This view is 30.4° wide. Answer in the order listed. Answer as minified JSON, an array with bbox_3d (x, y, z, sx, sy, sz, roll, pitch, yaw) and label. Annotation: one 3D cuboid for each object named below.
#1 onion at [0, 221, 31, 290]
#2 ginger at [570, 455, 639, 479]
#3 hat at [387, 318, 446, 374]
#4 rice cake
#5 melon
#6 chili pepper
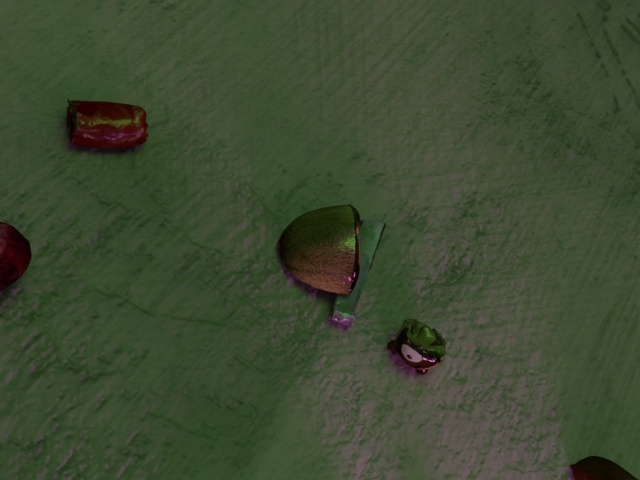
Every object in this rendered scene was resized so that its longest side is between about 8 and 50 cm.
[{"bbox_3d":[-0.479,0.025,1.499,0.206,0.151,0.098,5,69,-4],"label":"onion"},{"bbox_3d":[0.520,0.423,1.747,0.309,0.107,0.133,23,64,-6],"label":"ginger"},{"bbox_3d":[0.145,0.162,1.768,0.077,0.059,0.076,28,33,-13],"label":"hat"},{"bbox_3d":[0.055,0.047,1.817,0.043,0.034,0.211,22,52,-1],"label":"rice cake"},{"bbox_3d":[0.000,0.000,1.779,0.128,0.079,0.160,-2,51,-6],"label":"melon"},{"bbox_3d":[-0.316,-0.172,1.763,0.123,0.073,0.070,1,100,-24],"label":"chili pepper"}]
